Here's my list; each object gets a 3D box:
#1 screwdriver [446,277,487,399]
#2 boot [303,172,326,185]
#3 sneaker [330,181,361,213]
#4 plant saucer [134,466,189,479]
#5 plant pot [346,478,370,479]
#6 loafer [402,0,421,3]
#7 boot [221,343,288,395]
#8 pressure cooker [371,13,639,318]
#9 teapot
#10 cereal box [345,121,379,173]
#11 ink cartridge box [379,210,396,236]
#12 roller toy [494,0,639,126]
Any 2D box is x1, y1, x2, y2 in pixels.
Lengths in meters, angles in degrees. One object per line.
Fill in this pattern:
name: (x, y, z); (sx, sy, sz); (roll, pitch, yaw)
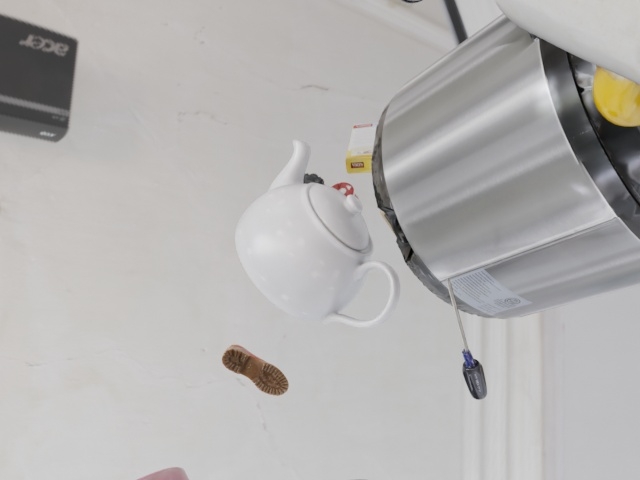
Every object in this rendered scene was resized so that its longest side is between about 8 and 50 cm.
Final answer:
screwdriver: (0.155, 0.110, 0.706); (0.170, 0.025, 0.024); (65, -146, -25)
boot: (-0.054, -0.093, 1.316); (0.045, 0.121, 0.099); (55, -129, -46)
sneaker: (0.003, -0.033, 1.507); (0.128, 0.221, 0.087); (52, -168, -49)
plant saucer: (-0.307, 0.419, 0.824); (0.332, 0.332, 0.084); (-21, -112, -38)
plant pot: (0.046, 0.435, 0.765); (0.212, 0.236, 0.236); (29, -101, -45)
loafer: (0.138, -0.539, 1.026); (0.109, 0.095, 0.302); (-13, -71, -8)
boot: (-0.137, 0.272, 1.372); (0.158, 0.084, 0.059); (34, -92, -7)
pressure cooker: (0.318, -0.114, 0.756); (0.370, 0.420, 0.375); (-10, -101, -39)
teapot: (0.000, 0.000, 1.056); (0.256, 0.187, 0.252); (40, -154, -19)
cereal box: (0.161, -0.244, 1.645); (0.240, 0.173, 0.047); (-74, -20, -58)
ink cartridge box: (0.276, -0.048, 1.707); (0.193, 0.088, 0.235); (56, -150, -3)
roller toy: (0.192, -0.179, 0.330); (0.209, 0.146, 0.191); (-52, -39, 11)
